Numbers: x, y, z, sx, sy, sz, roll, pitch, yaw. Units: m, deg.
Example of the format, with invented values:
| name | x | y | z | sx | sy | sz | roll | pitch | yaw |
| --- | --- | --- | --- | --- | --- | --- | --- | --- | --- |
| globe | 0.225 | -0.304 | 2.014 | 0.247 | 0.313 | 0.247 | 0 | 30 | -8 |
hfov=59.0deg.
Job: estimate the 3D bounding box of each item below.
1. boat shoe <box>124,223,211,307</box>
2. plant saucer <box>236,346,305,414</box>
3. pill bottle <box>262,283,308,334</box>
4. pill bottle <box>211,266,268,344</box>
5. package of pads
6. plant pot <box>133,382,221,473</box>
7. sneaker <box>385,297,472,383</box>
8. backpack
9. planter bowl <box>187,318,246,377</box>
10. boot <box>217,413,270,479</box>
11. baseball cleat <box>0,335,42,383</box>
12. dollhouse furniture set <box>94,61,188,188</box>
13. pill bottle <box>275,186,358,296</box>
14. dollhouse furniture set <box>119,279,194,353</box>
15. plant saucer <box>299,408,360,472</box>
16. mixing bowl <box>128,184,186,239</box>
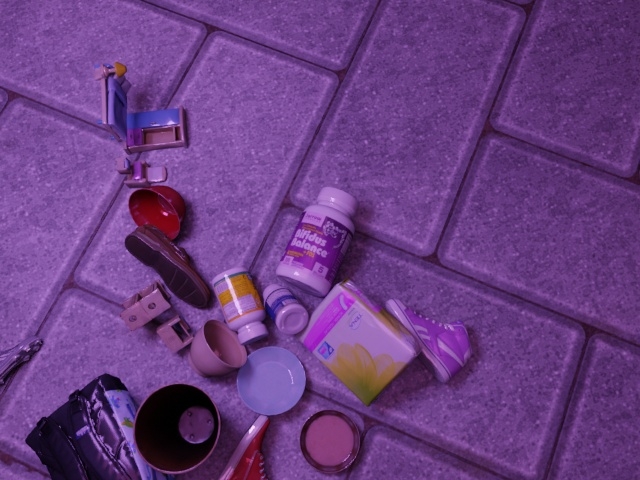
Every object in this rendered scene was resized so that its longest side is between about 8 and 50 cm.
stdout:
| name | x | y | z | sx | sy | sz | roll | pitch | yaw |
| --- | --- | --- | --- | --- | --- | --- | --- | --- | --- |
| boat shoe | -0.431 | 0.065 | 1.687 | 0.307 | 0.111 | 0.104 | 46 | 35 | -6 |
| plant saucer | -0.140 | 0.402 | 1.616 | 0.195 | 0.037 | 0.194 | 1 | 63 | -3 |
| pill bottle | -0.107 | 0.190 | 1.620 | 0.094 | 0.169 | 0.094 | -9 | 115 | -21 |
| pill bottle | -0.228 | 0.192 | 1.647 | 0.118 | 0.117 | 0.208 | -23 | 74 | -6 |
| package of pads | 0.107 | 0.277 | 1.582 | 0.296 | 0.101 | 0.229 | 43 | 109 | 11 |
| plant pot | -0.354 | 0.492 | 1.502 | 0.216 | 0.230 | 0.215 | 0 | 73 | 0 |
| sneaker | 0.320 | 0.253 | 1.639 | 0.161 | 0.102 | 0.282 | -38 | 87 | -13 |
| backpack | -0.548 | 0.584 | 1.480 | 0.290 | 0.273 | 0.355 | -42 | 57 | -3 |
| planter bowl | -0.305 | 0.319 | 1.603 | 0.109 | 0.162 | 0.162 | -41 | 76 | 17 |
| boot | -0.158 | 0.615 | 1.543 | 0.176 | 0.088 | 0.244 | 28 | 82 | 7 |
| baseball cleat | -0.915 | 0.334 | 1.639 | 0.109 | 0.072 | 0.206 | 40 | 74 | 18 |
| dollhouse furniture set | -0.538 | -0.351 | 1.714 | 0.198 | 0.303 | 0.286 | -7 | 74 | -1 |
| pill bottle | 0.000 | 0.000 | 1.674 | 0.169 | 0.169 | 0.301 | 22 | 75 | 7 |
| dollhouse furniture set | -0.477 | 0.236 | 1.654 | 0.129 | 0.129 | 0.183 | -34 | 106 | -8 |
| plant saucer | 0.025 | 0.559 | 1.583 | 0.169 | 0.029 | 0.168 | 0 | 74 | 0 |
| mixing bowl | -0.481 | -0.100 | 1.726 | 0.182 | 0.181 | 0.098 | 25 | 40 | 8 |
